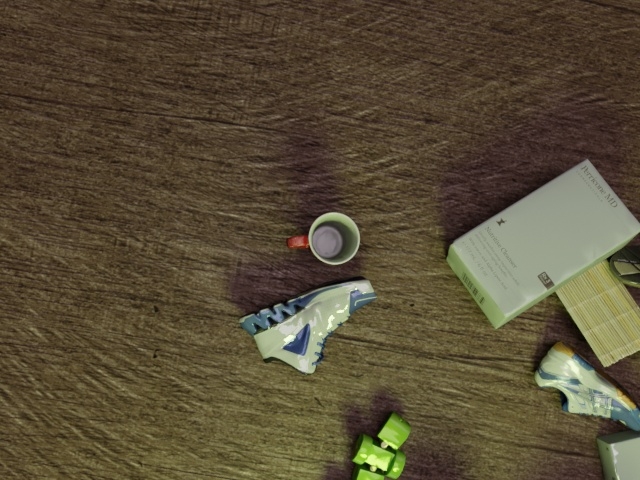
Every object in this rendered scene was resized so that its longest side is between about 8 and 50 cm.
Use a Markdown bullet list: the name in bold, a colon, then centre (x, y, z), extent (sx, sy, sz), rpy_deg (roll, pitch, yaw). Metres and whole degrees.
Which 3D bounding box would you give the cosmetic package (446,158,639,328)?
- **cosmetic package**: centre (0.512, 0.010, 1.693), extent (0.384, 0.156, 0.217), rpy_deg (-33, 73, -6)

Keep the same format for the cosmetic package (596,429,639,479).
- **cosmetic package**: centre (0.796, 0.512, 1.754), extent (0.230, 0.085, 0.118), rpy_deg (-10, 88, -4)

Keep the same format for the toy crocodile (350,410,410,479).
- **toy crocodile**: centre (0.104, 0.555, 1.680), extent (0.115, 0.105, 0.341), rpy_deg (24, 89, -4)

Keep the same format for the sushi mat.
- **sushi mat**: centre (0.652, 0.131, 1.731), extent (0.151, 0.019, 0.317), rpy_deg (-28, 69, 0)

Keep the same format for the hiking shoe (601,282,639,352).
- **hiking shoe**: centre (0.713, 0.213, 1.769), extent (0.114, 0.086, 0.227), rpy_deg (-39, 81, 0)

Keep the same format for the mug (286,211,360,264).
- **mug**: centre (0.006, -0.008, 1.658), extent (0.150, 0.169, 0.113), rpy_deg (23, 85, -3)

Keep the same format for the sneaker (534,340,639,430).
- **sneaker**: centre (0.644, 0.372, 1.749), extent (0.296, 0.112, 0.131), rpy_deg (39, 101, -1)

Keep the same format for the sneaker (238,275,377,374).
- **sneaker**: centre (-0.012, 0.206, 1.678), extent (0.315, 0.127, 0.182), rpy_deg (-20, 93, 0)

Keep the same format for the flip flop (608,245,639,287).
- **flip flop**: centre (0.812, 0.066, 1.764), extent (0.276, 0.080, 0.112), rpy_deg (-9, 61, -25)
